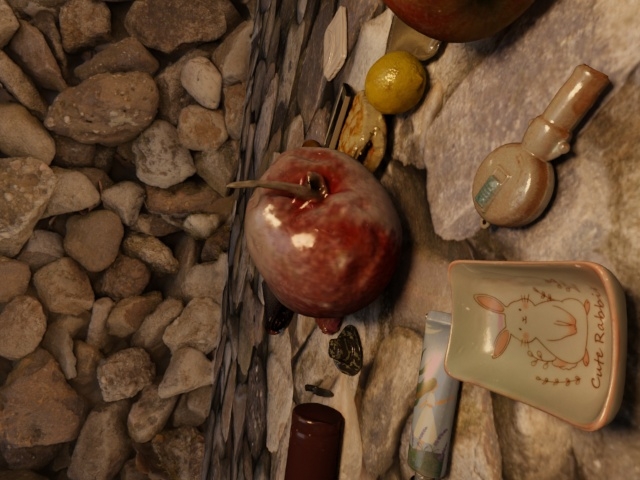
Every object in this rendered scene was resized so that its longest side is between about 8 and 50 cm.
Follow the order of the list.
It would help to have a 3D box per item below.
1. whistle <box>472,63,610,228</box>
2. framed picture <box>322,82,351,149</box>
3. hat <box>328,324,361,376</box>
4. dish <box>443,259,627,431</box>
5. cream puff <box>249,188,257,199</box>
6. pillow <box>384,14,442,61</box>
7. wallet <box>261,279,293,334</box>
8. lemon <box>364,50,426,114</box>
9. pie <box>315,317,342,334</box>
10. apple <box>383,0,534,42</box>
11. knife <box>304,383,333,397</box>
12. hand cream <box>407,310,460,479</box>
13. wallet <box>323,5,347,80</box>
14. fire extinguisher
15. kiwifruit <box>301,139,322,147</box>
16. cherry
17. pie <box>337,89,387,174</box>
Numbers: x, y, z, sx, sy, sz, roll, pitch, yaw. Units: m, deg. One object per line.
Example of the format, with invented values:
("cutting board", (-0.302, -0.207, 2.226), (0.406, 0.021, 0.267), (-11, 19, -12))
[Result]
("whistle", (0.253, -0.100, 0.508), (0.107, 0.057, 0.220), (-106, 34, -46))
("framed picture", (0.037, -0.285, 1.043), (0.265, 0.018, 0.192), (-86, 14, -65))
("hat", (0.047, 0.240, 0.920), (0.121, 0.050, 0.121), (-31, 55, 59))
("dish", (0.235, 0.099, 0.465), (0.212, 0.077, 0.152), (174, 100, -67))
("cream puff", (-0.091, -0.053, 1.153), (0.196, 0.244, 0.244), (-53, -8, -50))
("pillow", (0.179, -0.399, 0.809), (0.217, 0.033, 0.130), (-140, 60, -64))
("wallet", (-0.122, 0.143, 1.362), (0.221, 0.071, 0.262), (-102, 31, -49))
("lemon", (0.137, -0.290, 0.781), (0.133, 0.109, 0.109), (3, 86, 56))
("pie", (0.018, 0.157, 1.031), (0.153, 0.038, 0.154), (-175, 90, -69))
("apple", (0.177, -0.391, 0.526), (0.257, 0.256, 0.234), (133, 136, -56))
("knife", (-0.005, 0.381, 1.060), (0.170, 0.010, 0.023), (153, 121, -62))
("hand cream", (0.173, 0.236, 0.626), (0.088, 0.055, 0.256), (0, 77, 64))
("wallet", (0.040, -0.563, 1.206), (0.124, 0.031, 0.183), (151, 124, -60))
("fire extinguisher", (-0.019, 0.545, 0.917), (0.135, 0.114, 0.338), (8, 90, 41))
("kiwifruit", (-0.023, -0.231, 1.209), (0.075, 0.075, 0.125), (139, 130, -59))
("cherry", (-0.005, -0.011, 0.811), (0.335, 0.291, 0.327), (127, 122, -73))
("pie", (0.086, -0.214, 0.915), (0.205, 0.084, 0.179), (120, 158, -52))
